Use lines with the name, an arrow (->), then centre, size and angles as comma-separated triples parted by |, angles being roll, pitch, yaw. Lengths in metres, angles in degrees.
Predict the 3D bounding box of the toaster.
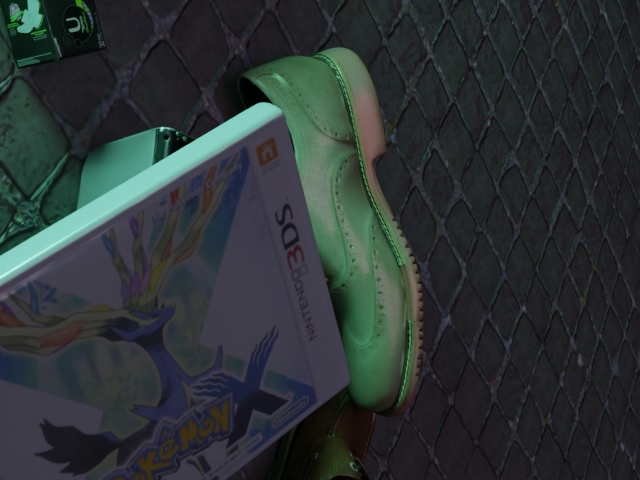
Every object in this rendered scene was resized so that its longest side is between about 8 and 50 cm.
toaster -> -0.125, 0.009, 1.036 | 0.168, 0.110, 0.185 | 21, 69, -51

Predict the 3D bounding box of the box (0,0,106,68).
box -> -0.227, -0.193, 0.969 | 0.062, 0.052, 0.083 | -29, 111, -53

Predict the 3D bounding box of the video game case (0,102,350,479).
video game case -> -0.127, 0.092, 0.932 | 0.329, 0.036, 0.300 | -34, 129, -27

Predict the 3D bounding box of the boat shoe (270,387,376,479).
boat shoe -> 0.007, 0.263, 1.194 | 0.110, 0.104, 0.307 | 60, 41, -29

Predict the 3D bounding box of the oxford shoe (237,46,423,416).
oxford shoe -> 0.000, 0.000, 1.215 | 0.146, 0.140, 0.397 | -12, 86, -32
